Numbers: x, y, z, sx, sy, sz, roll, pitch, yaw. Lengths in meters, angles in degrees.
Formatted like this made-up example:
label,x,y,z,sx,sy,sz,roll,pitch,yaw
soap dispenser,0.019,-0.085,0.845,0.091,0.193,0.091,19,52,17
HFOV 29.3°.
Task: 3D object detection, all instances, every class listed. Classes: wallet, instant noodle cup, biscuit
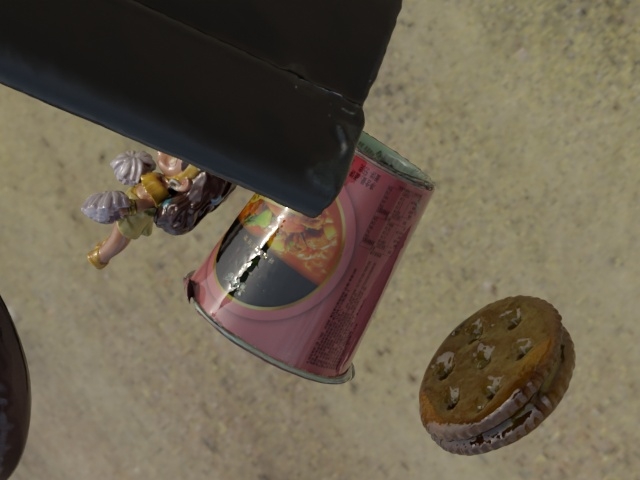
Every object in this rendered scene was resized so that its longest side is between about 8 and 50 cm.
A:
label,x,y,z,sx,sy,sz,roll,pitch,yaw
wallet,-0.140,-0.193,0.930,0.406,0.228,0.062,22,163,-18
instant noodle cup,0.000,0.000,1.408,0.244,0.244,0.255,37,104,26
biscuit,0.210,0.164,1.498,0.066,0.220,0.220,46,155,-25

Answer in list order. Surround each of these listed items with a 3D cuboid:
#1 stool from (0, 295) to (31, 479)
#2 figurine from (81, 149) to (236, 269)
label,x,y,z,sx,sy,sz,roll,pitch,yaw
stool,-0.437,0.146,1.248,0.272,0.178,0.272,13,109,42
figurine,-0.203,-0.056,1.527,0.240,0.175,0.116,-30,109,18
